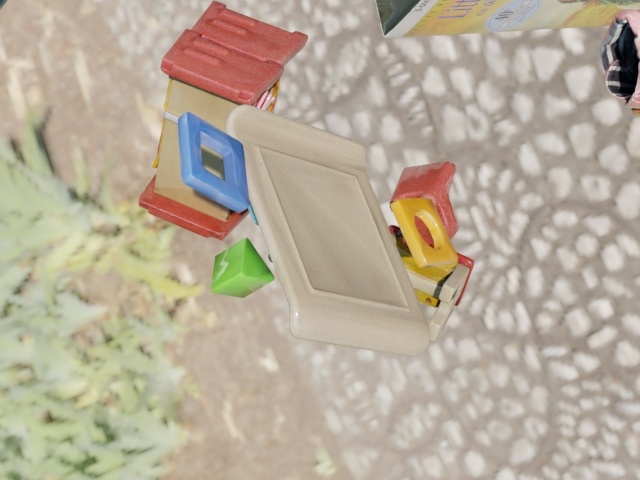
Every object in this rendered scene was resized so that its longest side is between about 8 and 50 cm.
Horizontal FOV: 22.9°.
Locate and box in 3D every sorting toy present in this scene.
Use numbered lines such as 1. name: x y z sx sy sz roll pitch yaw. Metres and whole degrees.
1. sorting toy: 0.000 0.000 1.271 0.047 0.347 0.196 -31 64 30

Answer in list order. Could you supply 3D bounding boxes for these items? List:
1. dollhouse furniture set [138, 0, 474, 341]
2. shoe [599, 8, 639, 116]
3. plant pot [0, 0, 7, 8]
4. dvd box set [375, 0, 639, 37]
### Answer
1. dollhouse furniture set: 0.005 -0.078 1.689 0.374 0.152 0.201 24 128 9
2. shoe: 0.242 -0.113 1.151 0.178 0.081 0.063 90 157 -55
3. plant pot: -0.471 -0.312 1.524 0.271 0.255 0.272 14 115 33
4. dvd box set: 0.304 -0.311 1.686 0.307 0.420 0.062 139 122 -63
